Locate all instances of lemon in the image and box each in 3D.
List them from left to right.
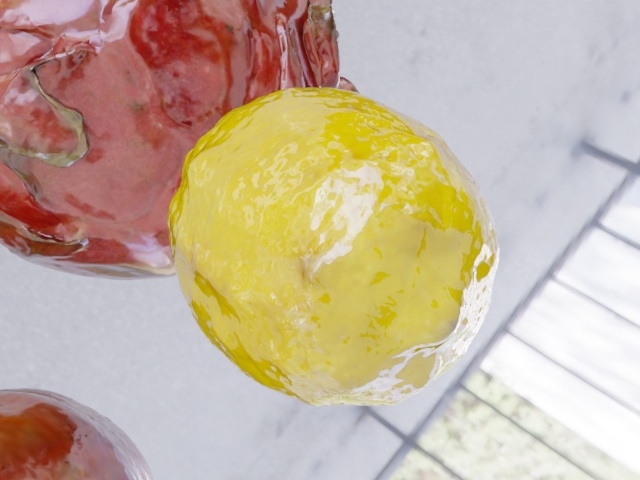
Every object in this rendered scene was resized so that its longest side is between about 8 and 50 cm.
[{"bbox_3d":[0.000,0.000,0.500,0.114,0.155,0.114,-16,119,-30],"label":"lemon"}]

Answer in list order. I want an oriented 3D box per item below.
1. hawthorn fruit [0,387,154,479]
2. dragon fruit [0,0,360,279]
[{"bbox_3d":[-0.193,0.214,0.716,0.242,0.242,0.272,-10,92,-41],"label":"hawthorn fruit"},{"bbox_3d":[-0.100,-0.087,0.714,0.252,0.241,0.241,-21,128,-35],"label":"dragon fruit"}]
